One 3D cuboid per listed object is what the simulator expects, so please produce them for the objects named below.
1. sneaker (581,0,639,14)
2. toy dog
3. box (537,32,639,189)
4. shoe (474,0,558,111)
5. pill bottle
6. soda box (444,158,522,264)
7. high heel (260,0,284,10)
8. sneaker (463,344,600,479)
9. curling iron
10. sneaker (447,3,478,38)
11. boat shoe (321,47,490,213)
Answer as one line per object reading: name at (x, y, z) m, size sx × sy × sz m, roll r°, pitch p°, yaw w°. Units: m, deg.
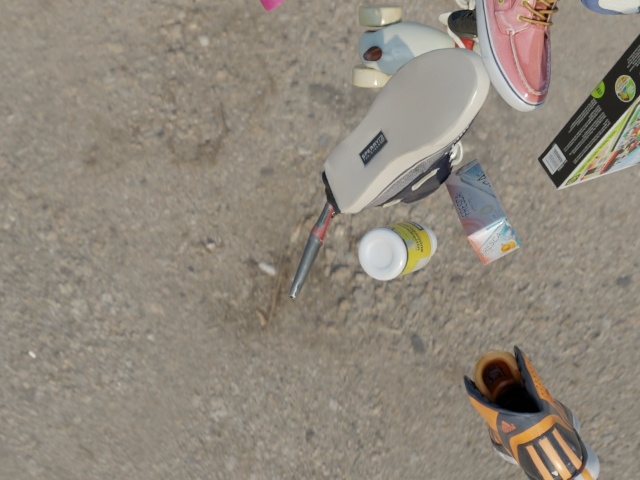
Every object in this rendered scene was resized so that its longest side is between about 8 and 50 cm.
sneaker at (0.477, -0.325, 1.209) m, size 0.296 × 0.112 × 0.131 m, roll -11°, pitch 52°, yaw 9°
toy dog at (0.201, -0.352, 1.788) m, size 0.334 × 0.161 × 0.220 m, roll -15°, pitch 109°, yaw 17°
box at (0.274, -0.123, 0.795) m, size 0.114 × 0.207 × 0.036 m, roll -17°, pitch 67°, yaw -26°
shoe at (0.183, -0.208, 0.859) m, size 0.063 × 0.081 × 0.178 m, roll -9°, pitch 84°, yaw -32°
pill bottle at (0.159, 0.015, 1.919) m, size 0.103 × 0.184 × 0.103 m, roll 5°, pitch 100°, yaw 30°
soda box at (0.231, -0.044, 1.404) m, size 0.063 × 0.058 × 0.183 m, roll -29°, pitch 30°, yaw 11°
high heel at (0.034, -0.352, 1.171) m, size 0.244 × 0.082 × 0.117 m, roll -13°, pitch 109°, yaw -11°
sneaker at (0.271, 0.218, 1.334) m, size 0.125 × 0.321 × 0.180 m, roll -33°, pitch 97°, yaw -2°
curling iron at (0.000, 0.000, 1.916) m, size 0.035 × 0.068 × 0.274 m, roll 4°, pitch 54°, yaw 30°
sneaker at (0.247, -0.335, 1.450) m, size 0.051 × 0.089 × 0.170 m, roll -47°, pitch 48°, yaw -11°
boat shoe at (0.150, -0.153, 1.366) m, size 0.158 × 0.340 × 0.127 m, roll -7°, pitch 70°, yaw -39°
